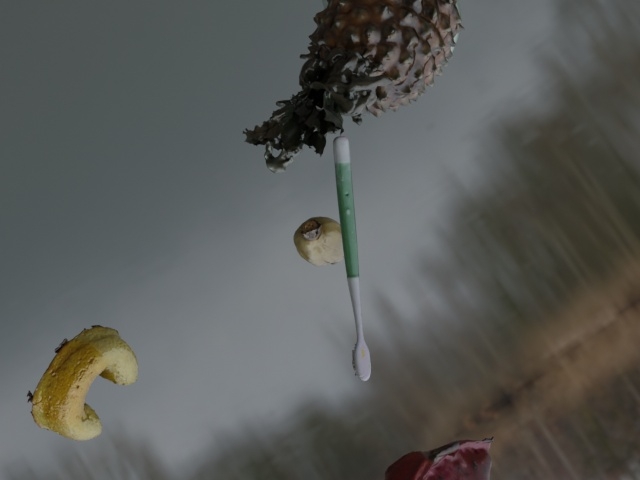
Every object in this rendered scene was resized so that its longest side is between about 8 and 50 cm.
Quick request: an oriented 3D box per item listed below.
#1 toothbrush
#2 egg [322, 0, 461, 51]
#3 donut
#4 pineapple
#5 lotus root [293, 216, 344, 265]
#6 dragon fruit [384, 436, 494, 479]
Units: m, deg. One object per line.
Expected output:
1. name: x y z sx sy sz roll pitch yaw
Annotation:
1. toothbrush: 0.033 0.019 1.592 0.018 0.257 0.024 -6 -179 -12
2. egg: 0.095 -0.353 2.189 0.183 0.264 0.183 -32 -161 12
3. donut: -0.344 0.211 2.222 0.181 0.078 0.146 -51 146 -9
4. pineapple: 0.038 -0.193 1.723 0.361 0.175 0.175 -52 -176 -41
5. lotus root: 0.000 0.000 2.151 0.073 0.062 0.150 -12 162 10
6. dragon fruit: 0.040 0.283 1.072 0.134 0.262 0.211 16 140 -37
